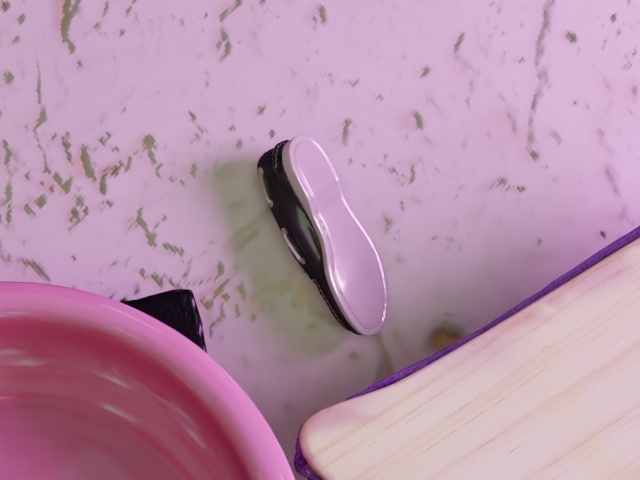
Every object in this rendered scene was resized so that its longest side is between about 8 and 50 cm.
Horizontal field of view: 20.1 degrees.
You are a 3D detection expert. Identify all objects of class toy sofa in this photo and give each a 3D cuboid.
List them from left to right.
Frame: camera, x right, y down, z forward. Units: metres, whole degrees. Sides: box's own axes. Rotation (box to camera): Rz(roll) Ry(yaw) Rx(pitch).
[{"bbox_3d":[0.166,0.092,1.020,0.363,0.150,0.177,-33,86,-3],"label":"toy sofa"}]

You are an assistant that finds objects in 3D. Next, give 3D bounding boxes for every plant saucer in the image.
[{"bbox_3d":[-0.165,0.186,0.903,0.332,0.084,0.332,-2,66,5],"label":"plant saucer"}]

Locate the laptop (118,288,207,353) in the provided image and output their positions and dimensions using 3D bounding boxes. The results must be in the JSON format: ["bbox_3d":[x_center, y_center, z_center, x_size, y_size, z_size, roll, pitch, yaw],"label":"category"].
[{"bbox_3d":[-0.190,0.166,1.000,0.264,0.136,0.234,-10,90,13],"label":"laptop"}]

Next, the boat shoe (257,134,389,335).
[{"bbox_3d":[0.000,0.000,1.068,0.046,0.038,0.125,-32,98,-45],"label":"boat shoe"}]
